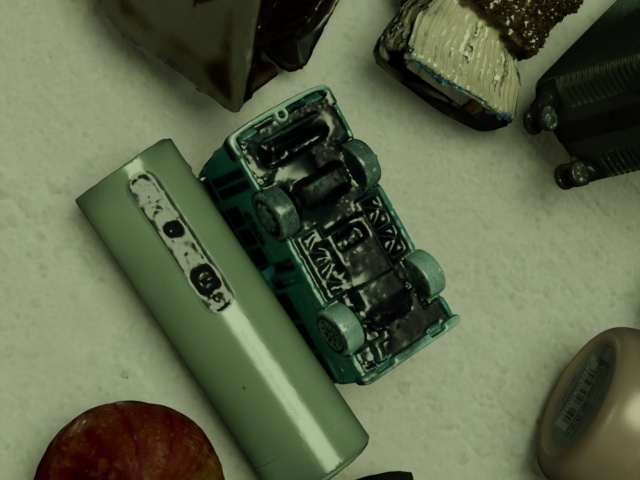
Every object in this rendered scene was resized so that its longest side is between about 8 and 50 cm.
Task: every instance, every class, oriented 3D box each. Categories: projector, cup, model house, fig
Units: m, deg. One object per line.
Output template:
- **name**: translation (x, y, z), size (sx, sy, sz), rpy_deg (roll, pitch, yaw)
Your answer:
- **projector**: translation (-0.088, 0.072, 1.342), size (0.108, 0.108, 0.337), rpy_deg (-34, 92, -24)
- **cup**: translation (0.347, 0.174, 1.415), size (0.200, 0.253, 0.191), rpy_deg (29, 31, -10)
- **model house**: translation (-0.095, -0.337, 1.408), size (0.317, 0.297, 0.282), rpy_deg (35, 35, 6)
- **fig**: translation (-0.152, 0.217, 1.229), size (0.175, 0.207, 0.175), rpy_deg (1, 82, -11)

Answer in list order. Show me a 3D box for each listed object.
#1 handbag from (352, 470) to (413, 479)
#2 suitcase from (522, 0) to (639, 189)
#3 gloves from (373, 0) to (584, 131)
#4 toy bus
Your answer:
- **handbag**: translation (0.025, 0.329, 1.298), size (0.247, 0.080, 0.223), rpy_deg (-7, 81, -56)
- **suitcase**: translation (0.357, -0.184, 1.493), size (0.312, 0.202, 0.128), rpy_deg (-44, 109, -37)
- **gloves**: translation (0.177, -0.266, 1.509), size (0.210, 0.135, 0.312), rpy_deg (21, 69, -14)
- **toy bus**: translation (0.000, 0.000, 1.371), size (0.128, 0.147, 0.256), rpy_deg (-32, 95, -25)
